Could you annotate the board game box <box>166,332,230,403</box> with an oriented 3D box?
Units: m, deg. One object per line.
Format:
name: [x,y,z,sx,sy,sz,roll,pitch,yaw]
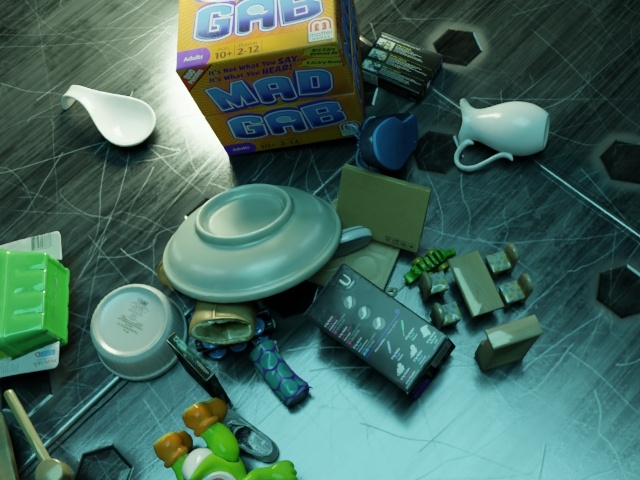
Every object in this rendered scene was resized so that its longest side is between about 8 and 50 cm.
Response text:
board game box: [-0.252,0.270,1.707,0.026,0.186,0.126,-42,68,-17]

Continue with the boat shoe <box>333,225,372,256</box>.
boat shoe: [0.000,0.000,1.836,0.226,0.083,0.076,-19,68,1]

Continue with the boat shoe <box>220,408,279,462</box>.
boat shoe: [-0.171,0.398,1.706,0.184,0.063,0.066,33,72,19]

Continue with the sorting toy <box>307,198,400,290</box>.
sorting toy: [0.079,0.024,1.884,0.193,0.038,0.208,19,72,14]

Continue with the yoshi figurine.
yoshi figurine: [-0.149,0.492,1.609,0.203,0.203,0.362,-28,64,-30]

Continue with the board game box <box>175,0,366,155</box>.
board game box: [-0.103,-0.461,1.933,0.356,0.356,0.356,-8,63,11]

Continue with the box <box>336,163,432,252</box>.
box: [0.134,-0.070,1.815,0.201,0.164,0.021,17,36,13]

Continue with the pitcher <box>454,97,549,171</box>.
pitcher: [0.423,-0.241,1.942,0.207,0.125,0.178,9,86,21]

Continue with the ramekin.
ramekin: [-0.403,0.194,1.803,0.207,0.109,0.207,-2,64,5]

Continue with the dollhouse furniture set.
dollhouse furniture set: [0.348,0.127,1.725,0.212,0.161,0.242,-17,66,-8]

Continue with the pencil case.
pencil case: [-0.087,0.279,1.756,0.070,0.064,0.152,-42,67,3]

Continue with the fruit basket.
fruit basket: [-0.736,0.165,1.849,0.353,0.165,0.327,-16,62,15]

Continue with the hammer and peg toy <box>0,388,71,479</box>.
hammer and peg toy: [-0.691,0.484,1.680,0.361,0.127,0.266,-23,62,-6]

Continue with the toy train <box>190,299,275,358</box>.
toy train: [-0.192,0.187,1.805,0.184,0.080,0.105,-17,58,-3]

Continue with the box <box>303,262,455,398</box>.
box: [0.125,0.188,1.711,0.270,0.165,0.143,35,86,19]

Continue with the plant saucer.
plant saucer: [-0.156,-0.027,1.785,0.400,0.100,0.400,-8,35,6]

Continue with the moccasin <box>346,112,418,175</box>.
moccasin: [0.135,-0.217,1.875,0.117,0.342,0.138,0,99,20]

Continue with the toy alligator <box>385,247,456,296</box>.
toy alligator: [0.224,0.065,1.837,0.189,0.051,0.056,-32,65,-10]

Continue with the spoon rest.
spoon rest: [-0.542,-0.323,2.083,0.276,0.084,0.137,24,69,17]

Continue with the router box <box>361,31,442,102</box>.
router box: [0.201,-0.440,2.088,0.179,0.046,0.133,26,69,17]

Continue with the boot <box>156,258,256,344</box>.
boot: [-0.251,0.118,1.760,0.236,0.089,0.269,-7,30,3]
